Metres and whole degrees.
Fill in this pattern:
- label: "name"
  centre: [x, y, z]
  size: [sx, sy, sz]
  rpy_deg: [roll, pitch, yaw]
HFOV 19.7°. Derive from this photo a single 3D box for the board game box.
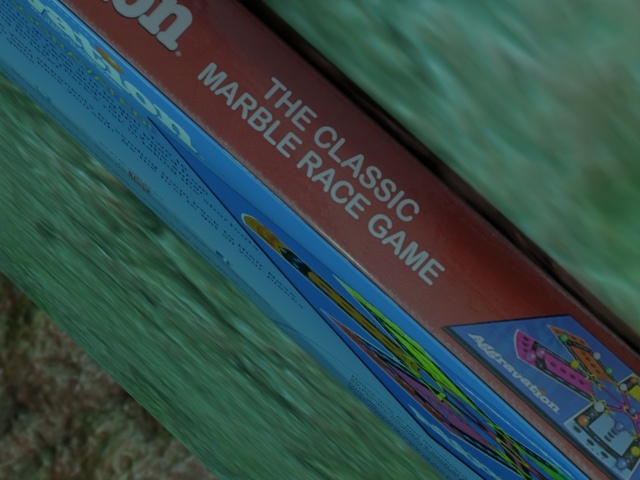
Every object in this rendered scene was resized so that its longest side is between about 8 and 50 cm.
- label: "board game box"
  centre: [0.000, 0.000, 0.409]
  size: [0.281, 0.027, 0.145]
  rpy_deg: [42, 171, 6]
